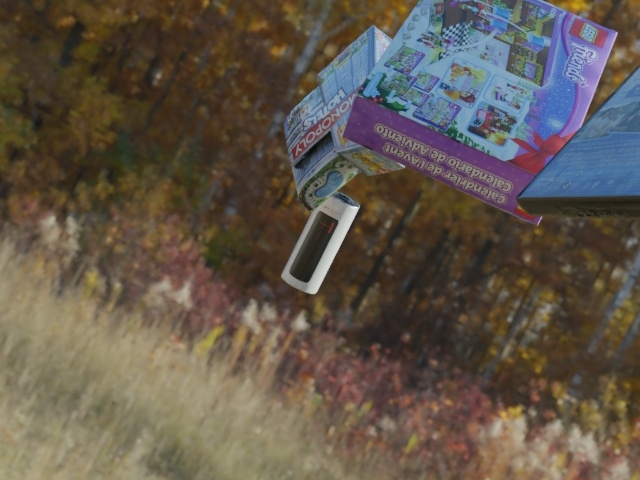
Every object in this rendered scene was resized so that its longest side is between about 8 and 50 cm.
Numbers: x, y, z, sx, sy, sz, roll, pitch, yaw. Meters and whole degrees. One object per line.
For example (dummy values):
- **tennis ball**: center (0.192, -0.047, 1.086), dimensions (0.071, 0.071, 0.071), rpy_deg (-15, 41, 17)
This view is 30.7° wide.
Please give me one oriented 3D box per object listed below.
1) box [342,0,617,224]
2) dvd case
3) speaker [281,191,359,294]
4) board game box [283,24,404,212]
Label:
- **box**: center (0.167, -0.157, 1.156), dimensions (0.200, 0.293, 0.057), rpy_deg (25, -46, 7)
- **dvd case**: center (0.261, -0.107, 0.791), dimensions (0.022, 0.253, 0.180), rpy_deg (48, -14, -15)
- **speaker**: center (0.000, 0.000, 1.554), dimensions (0.055, 0.136, 0.055), rpy_deg (25, 14, -7)
- **board game box**: center (0.030, -0.134, 1.428), dimensions (0.060, 0.194, 0.194), rpy_deg (33, 29, -34)
